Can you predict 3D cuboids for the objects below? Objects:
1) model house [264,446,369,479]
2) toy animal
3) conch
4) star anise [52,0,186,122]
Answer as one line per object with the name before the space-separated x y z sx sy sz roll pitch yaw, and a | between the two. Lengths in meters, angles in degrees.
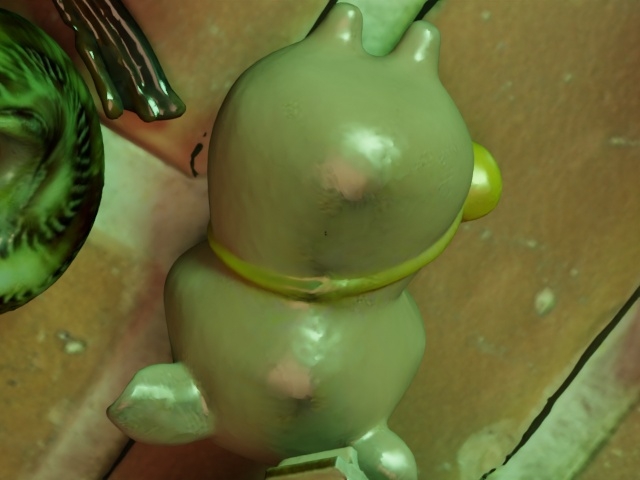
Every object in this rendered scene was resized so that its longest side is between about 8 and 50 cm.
model house | -0.003 0.265 0.797 0.244 0.169 0.326 -14 139 36
toy animal | 0.003 0.001 0.760 0.165 0.149 0.248 15 101 6
conch | -0.194 -0.039 0.724 0.187 0.124 0.181 -8 142 -45
star anise | -0.069 -0.181 0.659 0.148 0.237 0.346 5 143 -5
